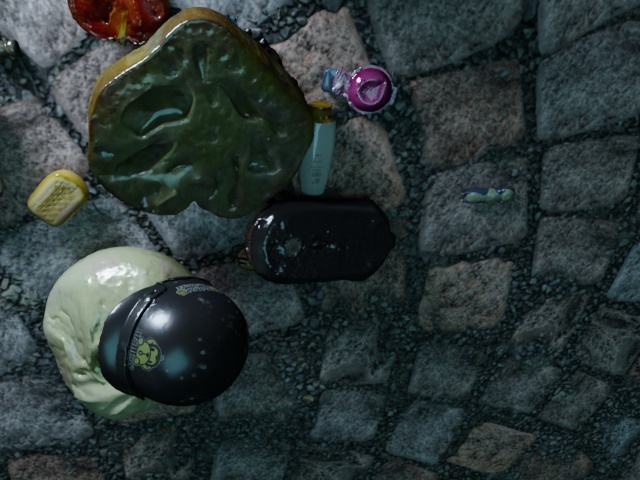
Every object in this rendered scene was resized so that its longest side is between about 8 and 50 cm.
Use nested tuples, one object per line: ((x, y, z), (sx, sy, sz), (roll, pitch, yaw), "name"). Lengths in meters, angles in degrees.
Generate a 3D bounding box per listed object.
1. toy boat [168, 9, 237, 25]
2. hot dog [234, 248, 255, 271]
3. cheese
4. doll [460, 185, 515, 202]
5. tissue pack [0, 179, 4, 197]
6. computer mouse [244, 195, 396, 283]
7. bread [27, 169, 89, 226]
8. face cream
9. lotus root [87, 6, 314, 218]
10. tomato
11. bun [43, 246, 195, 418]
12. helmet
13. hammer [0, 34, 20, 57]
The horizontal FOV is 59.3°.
((-0.211, -0.365, 0.967), (0.141, 0.055, 0.060), (4, 109, -12), "toy boat")
((-0.117, 0.047, 1.204), (0.132, 0.041, 0.057), (7, 116, -14), "hot dog")
((0.075, -0.290, 1.070), (0.145, 0.038, 0.095), (12, 113, -10), "cheese")
((0.367, -0.099, 1.230), (0.125, 0.027, 0.037), (-6, 125, -8), "doll")
((-0.624, -0.117, 1.013), (0.074, 0.059, 0.095), (-6, 118, -10), "tissue pack")
((-0.003, -0.001, 1.158), (0.322, 0.116, 0.183), (0, 106, -24), "computer mouse")
((-0.489, -0.084, 1.058), (0.082, 0.056, 0.115), (37, 111, -24), "bread")
((-0.008, -0.179, 1.103), (0.072, 0.051, 0.182), (-1, 118, -12), "face cream")
((-0.204, -0.206, 0.978), (0.389, 0.111, 0.375), (-6, 128, -15), "lotus root")
((-0.316, -0.395, 0.907), (0.159, 0.091, 0.139), (7, 139, 1), "tomato")
((-0.374, 0.196, 1.129), (0.360, 0.213, 0.362), (-7, 115, -14), "bun")
((-0.231, 0.191, 0.998), (0.278, 0.160, 0.231), (8, 98, -56), "helmet")
((-0.537, -0.433, 0.873), (0.058, 0.029, 0.293), (-5, 122, -7), "hammer")
